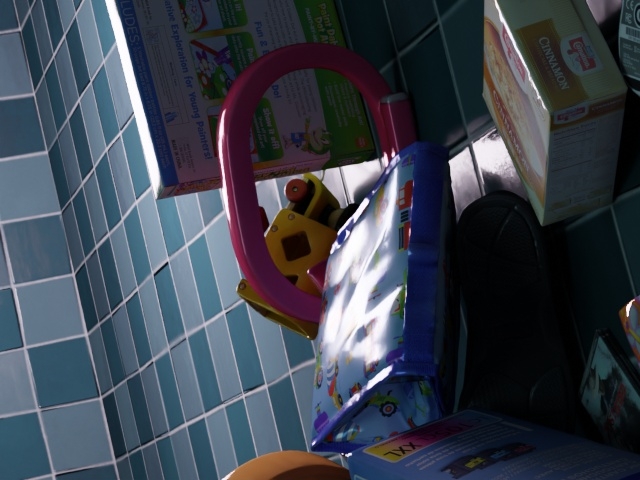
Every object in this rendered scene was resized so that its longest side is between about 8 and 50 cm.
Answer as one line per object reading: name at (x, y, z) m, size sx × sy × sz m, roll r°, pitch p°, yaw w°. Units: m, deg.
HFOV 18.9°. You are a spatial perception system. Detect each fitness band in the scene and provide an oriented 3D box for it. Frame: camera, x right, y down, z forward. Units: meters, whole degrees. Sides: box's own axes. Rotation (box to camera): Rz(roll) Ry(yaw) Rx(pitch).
fitness band at (0.003, -0.059, 1.972) m, size 0.054 × 0.209 × 0.291 m, roll -178°, pitch 77°, yaw -70°

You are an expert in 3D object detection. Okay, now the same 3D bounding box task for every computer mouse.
computer mouse at (0.255, -0.201, 1.428) m, size 0.106 × 0.042 × 0.193 m, roll -143°, pitch 49°, yaw -62°

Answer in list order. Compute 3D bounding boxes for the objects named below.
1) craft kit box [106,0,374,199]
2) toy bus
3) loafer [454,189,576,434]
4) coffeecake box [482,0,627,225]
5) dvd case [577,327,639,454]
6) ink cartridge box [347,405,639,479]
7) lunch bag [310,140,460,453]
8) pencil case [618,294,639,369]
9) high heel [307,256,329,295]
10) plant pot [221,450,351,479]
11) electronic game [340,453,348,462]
craft kit box at (-0.090, -0.187, 2.115) m, size 0.061 × 0.247 × 0.250 m, roll 129°, pitch 129°, yaw -70°
toy bus at (-0.004, 0.012, 2.172) m, size 0.104 × 0.191 × 0.202 m, roll 25°, pitch 126°, yaw 24°
loafer at (0.180, 0.101, 1.757) m, size 0.095 × 0.109 × 0.302 m, roll -41°, pitch -52°, yaw -74°
coffeecake box at (0.186, -0.121, 1.557) m, size 0.185 × 0.068 × 0.142 m, roll 82°, pitch 169°, yaw -62°
dvd case at (0.259, 0.146, 1.647) m, size 0.087 × 0.013 × 0.119 m, roll 98°, pitch 155°, yaw -43°
ink cartridge box at (0.202, 0.304, 1.548) m, size 0.395 × 0.151 × 0.270 m, roll 9°, pitch 116°, yaw 59°
lunch bag at (0.073, 0.057, 1.772) m, size 0.293 × 0.138 × 0.221 m, roll 99°, pitch 177°, yaw -68°
pencil case at (0.306, 0.157, 1.367) m, size 0.124 × 0.124 × 0.284 m, roll 130°, pitch 127°, yaw -66°
high heel at (0.060, 0.131, 2.053) m, size 0.082 × 0.117 × 0.244 m, roll -172°, pitch 73°, yaw -70°
plant pot at (0.007, 0.396, 2.152) m, size 0.203 × 0.291 × 0.291 m, roll 10°, pitch 111°, yaw 53°
electronic game at (0.045, 0.154, 2.214) m, size 0.229 × 0.048 × 0.229 m, roll 177°, pitch 90°, yaw -73°
